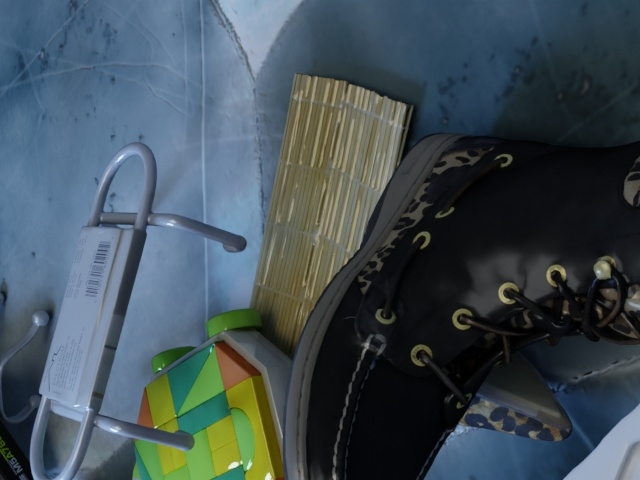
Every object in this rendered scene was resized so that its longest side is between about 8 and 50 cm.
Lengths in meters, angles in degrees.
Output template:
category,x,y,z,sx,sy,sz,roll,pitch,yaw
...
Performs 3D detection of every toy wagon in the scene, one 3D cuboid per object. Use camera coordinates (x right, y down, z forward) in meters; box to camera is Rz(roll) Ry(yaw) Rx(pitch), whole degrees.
category,x,y,z,sx,sy,sz,roll,pitch,yaw
toy wagon,-0.118,0.236,1.304,0.344,0.068,0.267,-33,64,47

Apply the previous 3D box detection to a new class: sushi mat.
category,x,y,z,sx,sy,sz,roll,pitch,yaw
sushi mat,0.000,0.000,1.241,0.151,0.019,0.316,25,108,42

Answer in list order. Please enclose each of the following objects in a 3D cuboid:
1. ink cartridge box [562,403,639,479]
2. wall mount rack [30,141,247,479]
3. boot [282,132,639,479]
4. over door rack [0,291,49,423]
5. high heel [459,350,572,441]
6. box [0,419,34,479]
category,x,y,z,sx,sy,sz,roll,pitch,yaw
ink cartridge box,0.292,0.140,0.781,0.117,0.283,0.207,54,126,28
wall mount rack,-0.209,0.084,1.298,0.304,0.131,0.349,3,76,56
boot,0.149,0.059,0.931,0.284,0.138,0.377,-4,46,39
over door rack,-0.461,0.052,1.611,0.240,0.108,0.324,14,122,43
high heel,0.102,0.165,1.119,0.261,0.093,0.186,27,122,37
box,-0.447,0.255,1.603,0.184,0.045,0.190,-24,100,50
